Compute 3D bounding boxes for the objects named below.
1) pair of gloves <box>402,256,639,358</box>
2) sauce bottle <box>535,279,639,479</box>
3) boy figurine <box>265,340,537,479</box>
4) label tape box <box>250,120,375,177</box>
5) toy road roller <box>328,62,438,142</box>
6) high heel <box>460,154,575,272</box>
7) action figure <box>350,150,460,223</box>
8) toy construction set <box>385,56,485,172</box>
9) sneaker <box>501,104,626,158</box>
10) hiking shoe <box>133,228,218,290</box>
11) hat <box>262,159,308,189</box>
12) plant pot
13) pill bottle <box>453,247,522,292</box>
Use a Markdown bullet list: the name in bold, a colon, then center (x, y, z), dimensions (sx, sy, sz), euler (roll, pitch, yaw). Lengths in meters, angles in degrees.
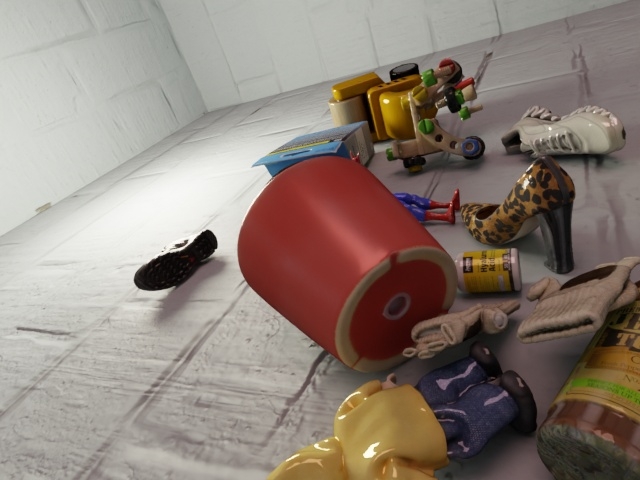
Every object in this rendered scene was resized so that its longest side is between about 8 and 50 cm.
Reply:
- **pair of gloves**: center (0.222, 0.079, 0.518), dimensions (0.204, 0.042, 0.240), euler (-13, -11, -40)
- **sauce bottle**: center (0.347, 0.109, 0.464), dimensions (0.111, 0.111, 0.344), euler (12, 42, 47)
- **boy figurine**: center (0.084, 0.217, 0.470), dimensions (0.285, 0.092, 0.177), euler (-27, 28, -10)
- **label tape box**: center (-0.008, -0.235, 1.292), dimensions (0.249, 0.115, 0.347), euler (-7, 23, 23)
- **toy road roller**: center (0.202, -0.404, 1.403), dimensions (0.330, 0.202, 0.240), euler (-16, 31, 5)
- **high heel**: center (0.308, -0.076, 0.744), dimensions (0.093, 0.186, 0.261), euler (-26, 28, -11)
- **action figure**: center (0.141, -0.112, 0.950), dimensions (0.281, 0.139, 0.091), euler (2, 32, 27)
- **toy construction set**: center (0.279, -0.316, 1.169), dimensions (0.237, 0.257, 0.309), euler (-17, 23, 31)
- **sneaker**: center (0.515, -0.221, 0.976), dimensions (0.118, 0.110, 0.292), euler (-32, 20, -5)
- **hiking shoe**: center (-0.360, 0.054, 1.103), dimensions (0.114, 0.086, 0.227), euler (-10, 20, 48)
- **hat**: center (-0.048, -0.120, 1.125), dimensions (0.332, 0.133, 0.331), euler (-19, 24, 9)
- **plant pot**: center (0.045, 0.039, 0.662), dimensions (0.275, 0.274, 0.243), euler (-29, 37, -15)
- **pill bottle**: center (0.245, 0.048, 0.695), dimensions (0.116, 0.065, 0.065), euler (-7, 30, 26)
